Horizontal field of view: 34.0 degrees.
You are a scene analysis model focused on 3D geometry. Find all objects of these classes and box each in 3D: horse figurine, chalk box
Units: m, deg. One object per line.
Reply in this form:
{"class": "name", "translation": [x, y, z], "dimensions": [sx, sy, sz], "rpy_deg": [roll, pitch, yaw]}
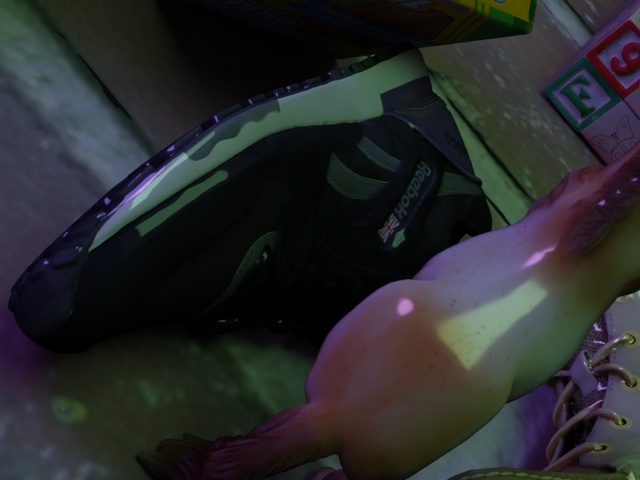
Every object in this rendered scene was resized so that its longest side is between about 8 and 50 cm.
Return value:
{"class": "horse figurine", "translation": [0.056, 0.030, 0.392], "dimensions": [0.263, 0.174, 0.066], "rpy_deg": [-33, 79, -11]}
{"class": "chalk box", "translation": [0.003, -0.178, 0.554], "dimensions": [0.132, 0.213, 0.132], "rpy_deg": [12, 86, -33]}

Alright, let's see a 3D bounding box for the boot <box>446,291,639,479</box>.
{"class": "boot", "translation": [0.135, 0.084, 0.525], "dimensions": [0.262, 0.095, 0.203], "rpy_deg": [16, 51, -35]}

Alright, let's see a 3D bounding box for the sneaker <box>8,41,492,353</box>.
{"class": "sneaker", "translation": [0.000, 0.000, 0.468], "dimensions": [0.283, 0.107, 0.124], "rpy_deg": [-33, 90, -49]}

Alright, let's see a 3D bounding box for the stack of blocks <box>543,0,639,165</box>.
{"class": "stack of blocks", "translation": [0.311, -0.132, 0.853], "dimensions": [0.171, 0.087, 0.297], "rpy_deg": [48, 40, -2]}
